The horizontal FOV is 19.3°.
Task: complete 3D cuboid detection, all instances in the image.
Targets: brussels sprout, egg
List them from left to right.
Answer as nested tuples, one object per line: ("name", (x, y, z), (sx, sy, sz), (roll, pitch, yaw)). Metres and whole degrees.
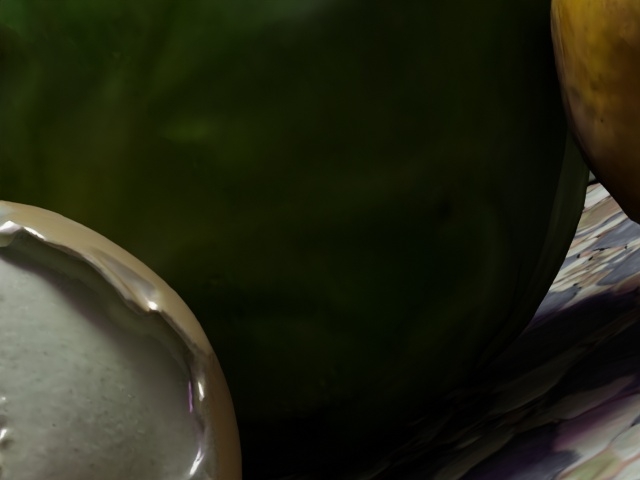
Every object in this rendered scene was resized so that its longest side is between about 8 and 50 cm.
("egg", (-0.132, 0.091, 0.689), (0.201, 0.201, 0.244), (-30, -9, -17))
("brussels sprout", (-0.039, -0.034, 0.852), (0.276, 0.315, 0.371), (-67, -1, -56))

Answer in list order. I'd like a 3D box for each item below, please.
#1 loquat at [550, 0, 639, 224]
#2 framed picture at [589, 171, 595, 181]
("loquat", (0.197, -0.090, 0.726), (0.238, 0.193, 0.238), (-23, 12, 5))
("framed picture", (0.260, -0.090, 1.311), (0.203, 0.015, 0.150), (-24, 8, 37))
